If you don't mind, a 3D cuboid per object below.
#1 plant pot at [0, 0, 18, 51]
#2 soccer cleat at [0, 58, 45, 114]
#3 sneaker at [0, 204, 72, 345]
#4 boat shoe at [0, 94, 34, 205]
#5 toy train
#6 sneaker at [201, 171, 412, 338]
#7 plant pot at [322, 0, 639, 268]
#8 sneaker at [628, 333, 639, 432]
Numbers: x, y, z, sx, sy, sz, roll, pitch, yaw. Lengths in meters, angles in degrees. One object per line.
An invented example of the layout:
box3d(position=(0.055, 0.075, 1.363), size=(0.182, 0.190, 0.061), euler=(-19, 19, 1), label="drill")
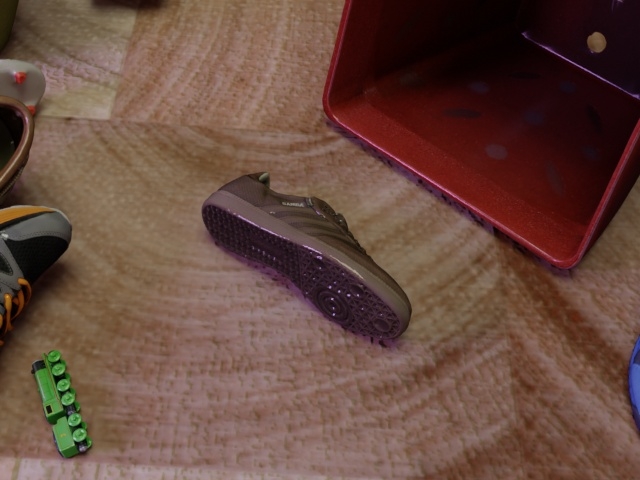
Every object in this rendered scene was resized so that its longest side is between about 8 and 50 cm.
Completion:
box3d(position=(-0.352, -0.288, 0.821), size=(0.275, 0.293, 0.275), euler=(3, 48, -3), label="plant pot")
box3d(position=(-0.325, -0.108, 0.818), size=(0.196, 0.068, 0.076), euler=(-30, 51, -26), label="soccer cleat")
box3d(position=(-0.245, 0.057, 0.674), size=(0.083, 0.084, 0.215), euler=(39, 58, 10), label="sneaker")
box3d(position=(-0.325, -0.011, 0.664), size=(0.122, 0.120, 0.324), euler=(53, 53, -15), label="boat shoe")
box3d(position=(-0.176, 0.109, 0.667), size=(0.023, 0.017, 0.083), euler=(-23, 53, -10), label="toy train")
box3d(position=(0.000, 0.000, 0.746), size=(0.188, 0.066, 0.071), euler=(32, 52, 21), label="sneaker")
box3d(position=(0.196, -0.186, 0.820), size=(0.267, 0.267, 0.236), euler=(35, 42, 24), label="plant pot")
box3d(position=(0.272, 0.055, 0.704), size=(0.069, 0.082, 0.209), euler=(20, 59, 8), label="sneaker")
